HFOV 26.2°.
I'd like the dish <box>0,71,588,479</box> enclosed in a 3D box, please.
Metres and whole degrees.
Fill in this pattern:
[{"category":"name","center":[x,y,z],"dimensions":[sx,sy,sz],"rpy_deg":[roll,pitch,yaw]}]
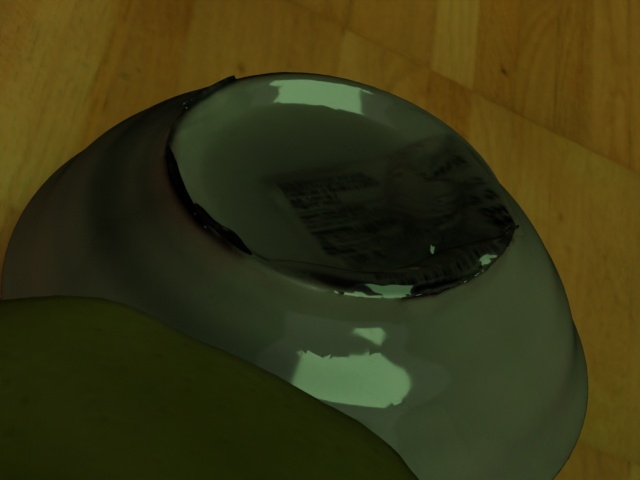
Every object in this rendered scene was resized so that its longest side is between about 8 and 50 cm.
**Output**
[{"category":"dish","center":[0.000,0.000,0.688],"dimensions":[0.316,0.106,0.316],"rpy_deg":[10,39,-8]}]

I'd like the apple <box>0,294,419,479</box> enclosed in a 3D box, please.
[{"category":"apple","center":[-0.091,0.197,0.434],"dimensions":[0.357,0.357,0.357],"rpy_deg":[16,54,-24]}]
